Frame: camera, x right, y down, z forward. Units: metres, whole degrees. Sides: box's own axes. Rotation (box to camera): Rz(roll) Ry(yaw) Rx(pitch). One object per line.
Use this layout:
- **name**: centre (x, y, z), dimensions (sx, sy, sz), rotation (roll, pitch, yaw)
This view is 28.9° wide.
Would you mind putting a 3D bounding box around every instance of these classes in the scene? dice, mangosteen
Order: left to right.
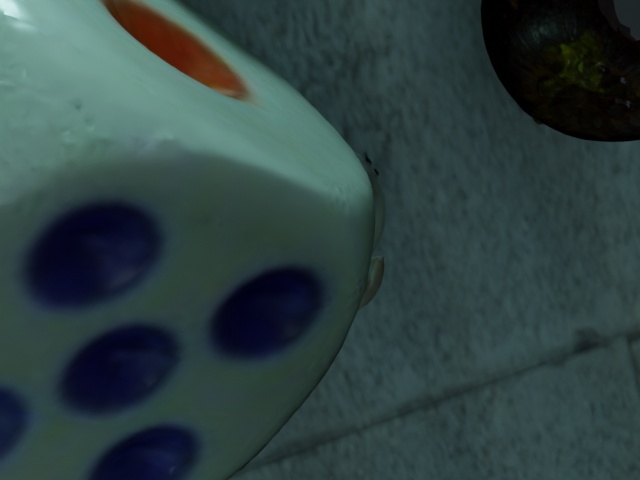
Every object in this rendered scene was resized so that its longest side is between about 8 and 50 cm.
- **dice**: centre (-0.174, -0.005, 0.776), dimensions (0.304, 0.277, 0.304), rotation (21, 113, -47)
- **mangosteen**: centre (0.220, -0.179, 0.885), dimensions (0.192, 0.192, 0.217), rotation (39, 62, -16)

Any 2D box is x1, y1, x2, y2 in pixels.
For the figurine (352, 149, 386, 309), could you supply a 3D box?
- **figurine**: centre (0.000, 0.000, 0.916), dimensions (0.132, 0.154, 0.132), rotation (-3, 109, -8)
